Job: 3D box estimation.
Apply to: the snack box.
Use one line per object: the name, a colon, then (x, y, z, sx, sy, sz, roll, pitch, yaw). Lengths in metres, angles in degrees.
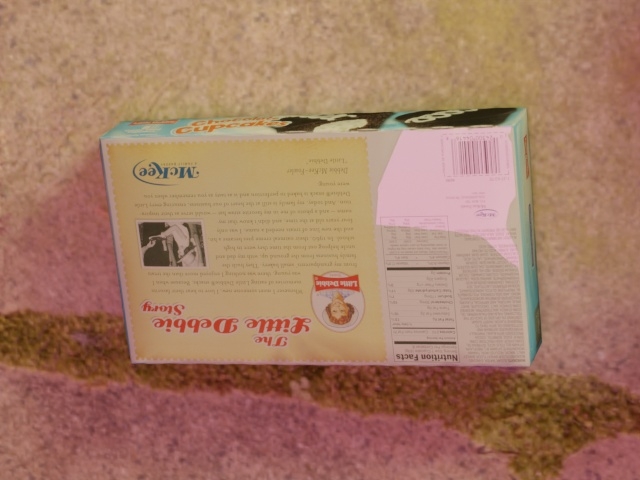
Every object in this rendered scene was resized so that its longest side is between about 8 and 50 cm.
snack box: (0.000, 0.000, 1.363, 0.321, 0.060, 0.187, 0, 108, 16)
